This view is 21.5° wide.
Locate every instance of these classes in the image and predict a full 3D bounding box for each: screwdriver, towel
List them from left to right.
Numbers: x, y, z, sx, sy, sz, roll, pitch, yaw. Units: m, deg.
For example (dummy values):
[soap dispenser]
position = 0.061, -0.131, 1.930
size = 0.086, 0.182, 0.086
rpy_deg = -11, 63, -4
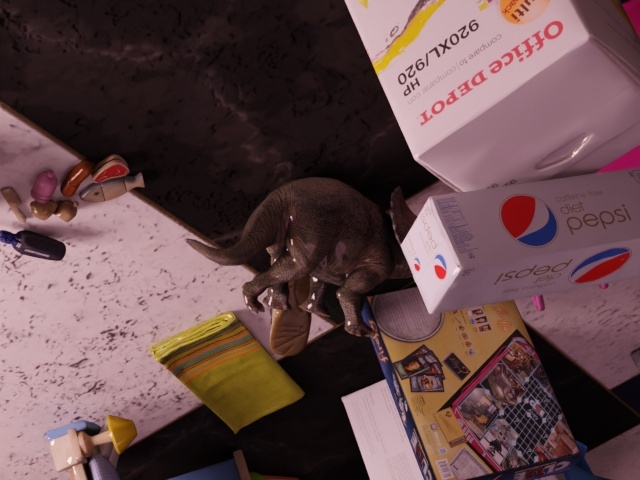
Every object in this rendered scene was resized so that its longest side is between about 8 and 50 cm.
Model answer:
[screwdriver]
position = -0.306, -0.008, 1.546
size = 0.170, 0.024, 0.025
rpy_deg = 18, 161, -42
[towel]
position = -0.100, 0.152, 1.898
size = 0.102, 0.021, 0.237
rpy_deg = -24, 148, 8

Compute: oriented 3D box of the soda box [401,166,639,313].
[soda box]
position = 0.179, -0.002, 1.343
size = 0.216, 0.069, 0.074
rpy_deg = -8, 150, -24

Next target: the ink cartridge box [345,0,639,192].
[ink cartridge box]
position = 0.144, -0.168, 1.357
size = 0.171, 0.232, 0.168
rpy_deg = -35, 145, 21

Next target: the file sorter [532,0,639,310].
[file sorter]
position = 0.295, -0.085, 1.594
size = 0.291, 0.202, 0.182
rpy_deg = -22, 149, 2

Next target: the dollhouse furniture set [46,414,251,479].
[dollhouse furniture set]
position = -0.160, 0.346, 1.904
size = 0.198, 0.286, 0.303
rpy_deg = -18, 159, -4

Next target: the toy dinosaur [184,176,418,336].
[toy dinosaur]
position = 0.000, 0.000, 1.655
size = 0.314, 0.121, 0.160
rpy_deg = 15, 97, -27

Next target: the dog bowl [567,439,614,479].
[dog bowl]
position = 0.378, 0.389, 2.326
size = 0.297, 0.166, 0.074
rpy_deg = 27, 148, -8

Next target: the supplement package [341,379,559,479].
[supplement package]
position = 0.164, 0.257, 2.036
size = 0.203, 0.194, 0.149
rpy_deg = -24, 148, 6

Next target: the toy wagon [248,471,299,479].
[toy wagon]
position = -0.167, 0.405, 2.195
size = 0.344, 0.068, 0.267
rpy_deg = -18, 147, -3

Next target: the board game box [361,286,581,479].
[board game box]
position = 0.161, 0.154, 1.835
size = 0.165, 0.243, 0.042
rpy_deg = -10, 147, -15

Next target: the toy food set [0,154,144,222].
[toy food set]
position = -0.224, -0.045, 1.536
size = 0.122, 0.019, 0.078
rpy_deg = -20, 148, 0

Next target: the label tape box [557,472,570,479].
[label tape box]
position = 0.180, 0.399, 2.203
size = 0.115, 0.249, 0.348
rpy_deg = 14, 134, -42

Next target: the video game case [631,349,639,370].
[video game case]
position = 0.516, 0.153, 2.235
size = 0.173, 0.022, 0.190
rpy_deg = -28, 147, 11

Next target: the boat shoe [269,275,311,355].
[boat shoe]
position = -0.027, 0.049, 1.759
size = 0.056, 0.049, 0.152
rpy_deg = 7, 122, -21
